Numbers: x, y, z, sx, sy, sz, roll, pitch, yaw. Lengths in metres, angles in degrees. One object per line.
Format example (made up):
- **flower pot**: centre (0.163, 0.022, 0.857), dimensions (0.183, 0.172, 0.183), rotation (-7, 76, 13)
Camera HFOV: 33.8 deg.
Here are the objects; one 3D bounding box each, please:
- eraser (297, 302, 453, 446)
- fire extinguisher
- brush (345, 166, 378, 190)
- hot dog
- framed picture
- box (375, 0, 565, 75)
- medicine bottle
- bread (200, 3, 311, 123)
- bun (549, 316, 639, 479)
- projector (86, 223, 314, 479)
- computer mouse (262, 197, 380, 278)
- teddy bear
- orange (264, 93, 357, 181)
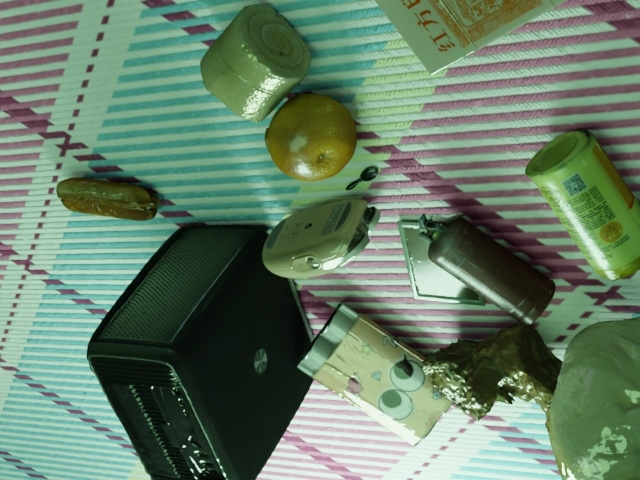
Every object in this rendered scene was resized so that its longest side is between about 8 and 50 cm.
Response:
- **eraser**: centre (0.118, 0.262, 2.086), dimensions (0.290, 0.087, 0.171), rotation (35, 108, -1)
- **fire extinguisher**: centre (0.270, 0.034, 1.796), dimensions (0.269, 0.105, 0.105), rotation (35, 137, -8)
- **brush**: centre (0.072, -0.108, 1.863), dimensions (0.024, 0.008, 0.083), rotation (43, 135, -15)
- **hot dog**: centre (-0.424, -0.086, 2.130), dimensions (0.235, 0.062, 0.092), rotation (9, 147, 16)
- **framed picture**: centre (0.220, 0.041, 1.908), dimensions (0.141, 0.011, 0.183), rotation (4, 129, 27)
- **box**: centre (0.239, -0.395, 1.483), dimensions (0.365, 0.051, 0.205), rotation (-25, 113, 42)
- **medicine bottle**: centre (0.429, -0.050, 1.634), dimensions (0.124, 0.124, 0.239), rotation (-23, 115, 41)
- **bread**: centre (-0.109, -0.286, 1.721), dimensions (0.148, 0.134, 0.141), rotation (51, 135, 0)
- **bun**: centre (0.542, 0.300, 1.703), dimensions (0.219, 0.365, 0.365), rotation (3, 131, 51)
- **projector**: centre (-0.217, 0.228, 2.038), dimensions (0.242, 0.405, 0.395), rotation (2, 128, 28)
- **computer mouse**: centre (0.000, 0.000, 1.902), dimensions (0.236, 0.145, 0.082), rotation (-15, 125, 36)
- **teddy bear**: centre (0.340, 0.278, 1.897), dimensions (0.222, 0.246, 0.296), rotation (-49, 66, 28)
- **orange**: centre (-0.016, -0.175, 1.761), dimensions (0.154, 0.134, 0.155), rotation (-10, 136, -10)
